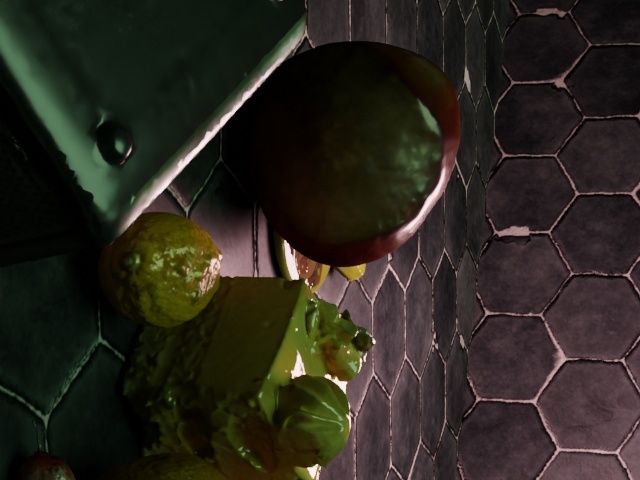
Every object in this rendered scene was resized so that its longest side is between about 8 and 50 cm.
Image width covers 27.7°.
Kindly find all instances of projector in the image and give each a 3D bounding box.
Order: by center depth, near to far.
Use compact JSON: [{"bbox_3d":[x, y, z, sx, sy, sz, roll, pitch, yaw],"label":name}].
[{"bbox_3d":[-0.239,-0.244,1.066,0.405,0.242,0.395,61,41,-24],"label":"projector"}]

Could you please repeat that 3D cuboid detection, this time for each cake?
[{"bbox_3d":[-0.077,0.191,1.673,0.222,0.286,0.227,72,26,-43],"label":"cake"}]

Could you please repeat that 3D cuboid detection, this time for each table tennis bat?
[{"bbox_3d":[0.000,0.000,2.259,0.369,0.054,0.224,40,54,-61],"label":"table tennis bat"}]

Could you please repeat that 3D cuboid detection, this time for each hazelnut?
[{"bbox_3d":[0.053,-0.138,1.997,0.366,0.366,0.365,1,90,-71],"label":"hazelnut"}]

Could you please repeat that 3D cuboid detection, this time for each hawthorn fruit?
[{"bbox_3d":[-0.294,0.243,1.386,0.067,0.067,0.103,-20,107,-70],"label":"hawthorn fruit"}]

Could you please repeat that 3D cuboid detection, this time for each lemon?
[{"bbox_3d":[-0.194,0.035,1.549,0.187,0.142,0.142,19,73,-72],"label":"lemon"}]

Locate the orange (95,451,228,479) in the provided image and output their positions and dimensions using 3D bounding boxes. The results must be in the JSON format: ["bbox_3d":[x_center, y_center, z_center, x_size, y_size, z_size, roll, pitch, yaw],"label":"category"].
[{"bbox_3d":[-0.180,0.361,1.490,0.236,0.236,0.236,1,90,-71],"label":"orange"}]
